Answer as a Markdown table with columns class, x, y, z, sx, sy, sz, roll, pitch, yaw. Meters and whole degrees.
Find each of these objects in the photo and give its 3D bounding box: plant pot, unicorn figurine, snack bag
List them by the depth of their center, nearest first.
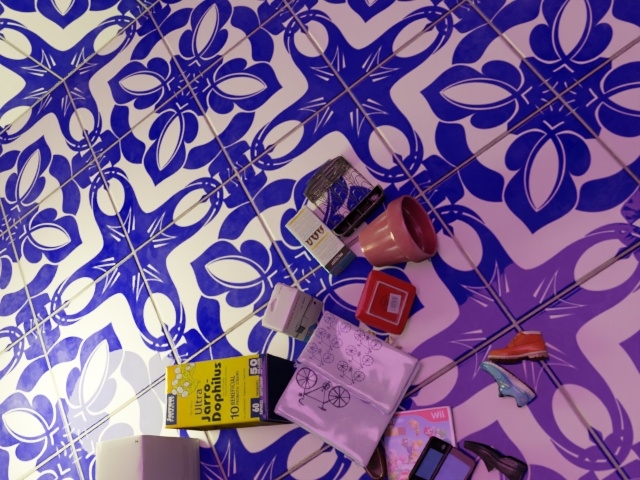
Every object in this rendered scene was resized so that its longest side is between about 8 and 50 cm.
| class | x | y | z | sx | sy | sz | roll | pitch | yaw |
| --- | --- | --- | --- | --- | --- | --- | --- | --- | --- |
| snack bag | 0.068 | 0.417 | 1.849 | 0.323 | 0.037 | 0.343 | 28 | 75 | 15 |
| unicorn figurine | 0.151 | 0.327 | 1.921 | 0.161 | 0.060 | 0.111 | 12 | 74 | 30 |
| plant pot | 0.223 | -0.011 | 1.940 | 0.180 | 0.201 | 0.202 | -27 | 63 | 31 |

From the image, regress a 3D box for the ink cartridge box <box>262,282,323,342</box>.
| class | x | y | z | sx | sy | sz | roll | pitch | yaw |
| --- | --- | --- | --- | --- | --- | --- | --- | --- | --- |
| ink cartridge box | -0.082 | 0.224 | 1.987 | 0.082 | 0.190 | 0.140 | 16 | 80 | 28 |

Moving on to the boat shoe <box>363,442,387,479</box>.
| class | x | y | z | sx | sy | sz | roll | pitch | yaw |
| --- | --- | --- | --- | --- | --- | --- | --- | --- | --- |
| boat shoe | 0.128 | 0.579 | 1.839 | 0.073 | 0.073 | 0.207 | -27 | 65 | 10 |

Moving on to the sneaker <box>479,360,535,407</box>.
| class | x | y | z | sx | sy | sz | roll | pitch | yaw |
| --- | --- | --- | --- | --- | --- | --- | --- | --- | --- |
| sneaker | 0.493 | 0.386 | 1.745 | 0.162 | 0.063 | 0.073 | 38 | 94 | 30 |

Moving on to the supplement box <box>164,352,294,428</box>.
| class | x | y | z | sx | sy | sz | roll | pitch | yaw |
| --- | --- | --- | --- | --- | --- | --- | --- | --- | --- |
| supplement box | -0.276 | 0.472 | 1.988 | 0.356 | 0.195 | 0.194 | -11 | 68 | 21 |

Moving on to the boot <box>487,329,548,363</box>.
| class | x | y | z | sx | sy | sz | roll | pitch | yaw |
| --- | --- | --- | --- | --- | --- | --- | --- | --- | --- |
| boot | 0.532 | 0.290 | 1.766 | 0.157 | 0.059 | 0.085 | -10 | 66 | 12 |

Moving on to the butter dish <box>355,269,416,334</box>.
| class | x | y | z | sx | sy | sz | roll | pitch | yaw |
| --- | --- | --- | --- | --- | --- | --- | --- | --- | --- |
| butter dish | 0.181 | 0.186 | 1.930 | 0.159 | 0.118 | 0.160 | 22 | 78 | -12 |

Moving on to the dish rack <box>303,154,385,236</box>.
| class | x | y | z | sx | sy | sz | roll | pitch | yaw |
| --- | --- | --- | --- | --- | --- | --- | --- | --- | --- |
| dish rack | 0.067 | -0.156 | 2.117 | 0.208 | 0.074 | 0.271 | -44 | 61 | 4 |

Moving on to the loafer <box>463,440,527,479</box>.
| class | x | y | z | sx | sy | sz | roll | pitch | yaw |
| --- | --- | --- | --- | --- | --- | --- | --- | --- | --- |
| loafer | 0.451 | 0.580 | 1.700 | 0.170 | 0.062 | 0.061 | 20 | 87 | 30 |

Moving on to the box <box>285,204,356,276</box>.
| class | x | y | z | sx | sy | sz | roll | pitch | yaw |
| --- | --- | --- | --- | --- | --- | --- | --- | --- | --- |
| box | 0.000 | 0.000 | 2.101 | 0.100 | 0.060 | 0.244 | -46 | 61 | 4 |

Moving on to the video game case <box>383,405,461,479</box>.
| class | x | y | z | sx | sy | sz | roll | pitch | yaw |
| --- | --- | --- | --- | --- | --- | --- | --- | --- | --- |
| video game case | 0.281 | 0.612 | 1.783 | 0.203 | 0.025 | 0.285 | -12 | 68 | 19 |

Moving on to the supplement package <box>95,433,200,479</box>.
| class | x | y | z | sx | sy | sz | roll | pitch | yaw |
| --- | --- | --- | --- | --- | --- | --- | --- | --- | --- |
| supplement package | -0.518 | 0.694 | 1.967 | 0.175 | 0.293 | 0.178 | -14 | 67 | 19 |

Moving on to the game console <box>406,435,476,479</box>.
| class | x | y | z | sx | sy | sz | roll | pitch | yaw |
| --- | --- | --- | --- | --- | --- | --- | --- | --- | --- |
| game console | 0.318 | 0.610 | 1.708 | 0.085 | 0.124 | 0.144 | 24 | 82 | 55 |
